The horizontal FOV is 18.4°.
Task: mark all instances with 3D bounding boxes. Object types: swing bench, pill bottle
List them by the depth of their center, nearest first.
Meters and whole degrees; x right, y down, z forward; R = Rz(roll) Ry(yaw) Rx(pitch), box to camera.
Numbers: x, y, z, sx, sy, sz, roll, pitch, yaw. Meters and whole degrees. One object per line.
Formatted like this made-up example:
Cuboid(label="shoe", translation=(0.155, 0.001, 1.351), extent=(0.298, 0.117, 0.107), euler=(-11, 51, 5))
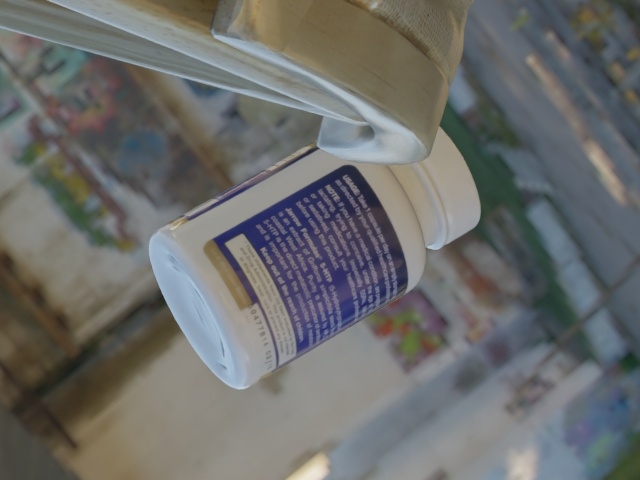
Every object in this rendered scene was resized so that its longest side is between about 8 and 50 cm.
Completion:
Cuboid(label="swing bench", translation=(-0.042, -0.177, 0.504), extent=(0.254, 0.253, 0.165), euler=(17, 176, -12))
Cuboid(label="pill bottle", translation=(0.000, 0.000, 1.209), extent=(0.112, 0.186, 0.112), euler=(52, 161, 26))
